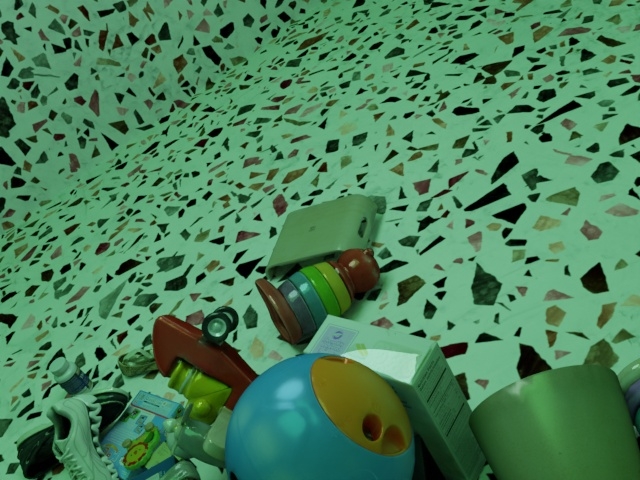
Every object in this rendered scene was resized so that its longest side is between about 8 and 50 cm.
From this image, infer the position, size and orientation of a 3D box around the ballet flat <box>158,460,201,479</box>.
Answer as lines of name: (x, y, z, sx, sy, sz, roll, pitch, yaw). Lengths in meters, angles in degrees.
ballet flat: (-0.315, 0.502, 1.321, 0.213, 0.072, 0.068, -40, 42, -18)

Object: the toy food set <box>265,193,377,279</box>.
toy food set: (0.000, 0.000, 1.957, 0.306, 0.092, 0.220, -15, 38, 33)

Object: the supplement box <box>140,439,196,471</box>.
supplement box: (-0.339, 0.506, 1.579, 0.083, 0.056, 0.083, 19, 57, 47)

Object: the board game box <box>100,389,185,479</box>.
board game box: (-0.443, 0.472, 1.707, 0.160, 0.039, 0.212, 6, 48, 39)

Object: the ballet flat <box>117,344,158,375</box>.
ballet flat: (-0.453, 0.311, 1.887, 0.206, 0.067, 0.073, -20, 35, 12)

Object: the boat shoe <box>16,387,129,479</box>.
boat shoe: (-0.609, 0.481, 1.735, 0.340, 0.127, 0.113, -28, 45, 9)

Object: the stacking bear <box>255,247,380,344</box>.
stacking bear: (0.015, 0.119, 1.737, 0.289, 0.176, 0.164, -30, 33, -14)

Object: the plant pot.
plant pot: (0.399, 0.377, 1.103, 0.256, 0.256, 0.274, -22, 53, 10)

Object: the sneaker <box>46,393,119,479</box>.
sneaker: (-0.543, 0.494, 1.594, 0.110, 0.118, 0.292, -28, 72, 17)

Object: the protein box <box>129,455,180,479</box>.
protein box: (-0.333, 0.584, 1.410, 0.201, 0.136, 0.200, -30, 36, -2)

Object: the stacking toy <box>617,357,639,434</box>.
stacking toy: (0.580, 0.336, 1.088, 0.141, 0.141, 0.330, -21, 37, 11)

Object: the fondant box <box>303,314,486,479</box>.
fondant box: (0.143, 0.291, 1.276, 0.238, 0.330, 0.096, 9, 50, 42)

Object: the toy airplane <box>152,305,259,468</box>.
toy airplane: (-0.181, 0.352, 1.428, 0.272, 0.386, 0.384, -41, 46, 0)

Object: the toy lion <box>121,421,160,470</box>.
toy lion: (-0.407, 0.473, 1.608, 0.100, 0.034, 0.096, -37, 29, -11)

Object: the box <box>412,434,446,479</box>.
box: (0.060, 0.540, 1.158, 0.312, 0.179, 0.343, -19, 36, 15)

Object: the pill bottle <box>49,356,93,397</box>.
pill bottle: (-0.679, 0.372, 1.921, 0.067, 0.120, 0.067, -18, 37, 15)

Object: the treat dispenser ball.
treat dispenser ball: (-0.001, 0.316, 1.073, 0.288, 0.288, 0.288, -19, 37, 15)
